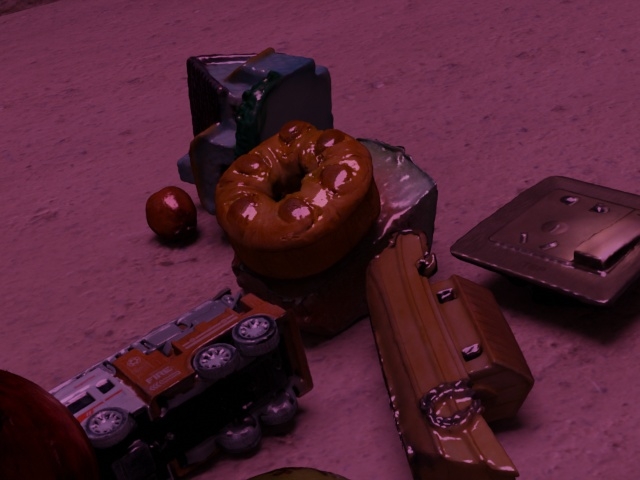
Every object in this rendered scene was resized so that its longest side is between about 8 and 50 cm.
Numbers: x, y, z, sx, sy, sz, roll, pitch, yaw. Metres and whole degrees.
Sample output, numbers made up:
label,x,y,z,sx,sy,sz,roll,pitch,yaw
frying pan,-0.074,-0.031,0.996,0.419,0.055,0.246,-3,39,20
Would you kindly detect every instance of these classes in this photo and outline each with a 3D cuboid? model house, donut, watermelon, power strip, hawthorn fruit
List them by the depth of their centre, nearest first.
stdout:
label,x,y,z,sx,sy,sz,roll,pitch,yaw
donut,-0.030,-0.054,1.632,0.226,0.114,0.227,-14,42,13
power strip,0.343,0.013,1.654,0.251,0.092,0.257,14,35,44
watermelon,0.009,0.006,1.756,0.264,0.151,0.302,23,60,42
model house,-0.134,-0.154,1.928,0.248,0.281,0.230,13,34,27
hawthorn fruit,-0.229,-0.037,1.961,0.081,0.081,0.093,-19,41,-17

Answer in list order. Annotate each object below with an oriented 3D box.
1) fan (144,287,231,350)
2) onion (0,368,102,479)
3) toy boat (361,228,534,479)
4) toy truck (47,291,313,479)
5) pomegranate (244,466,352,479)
label,x,y,z,sx,sy,sz,roll,pitch,yaw
fan,-0.177,0.110,1.709,0.132,0.009,0.220,-11,17,30
onion,-0.369,0.268,1.207,0.341,0.341,0.341,-8,28,4
toy boat,0.152,0.150,1.441,0.162,0.136,0.445,-14,32,1
toy truck,-0.191,0.183,1.449,0.338,0.133,0.184,-30,36,-25
pomegranate,0.015,0.328,1.043,0.285,0.285,0.340,3,0,23
